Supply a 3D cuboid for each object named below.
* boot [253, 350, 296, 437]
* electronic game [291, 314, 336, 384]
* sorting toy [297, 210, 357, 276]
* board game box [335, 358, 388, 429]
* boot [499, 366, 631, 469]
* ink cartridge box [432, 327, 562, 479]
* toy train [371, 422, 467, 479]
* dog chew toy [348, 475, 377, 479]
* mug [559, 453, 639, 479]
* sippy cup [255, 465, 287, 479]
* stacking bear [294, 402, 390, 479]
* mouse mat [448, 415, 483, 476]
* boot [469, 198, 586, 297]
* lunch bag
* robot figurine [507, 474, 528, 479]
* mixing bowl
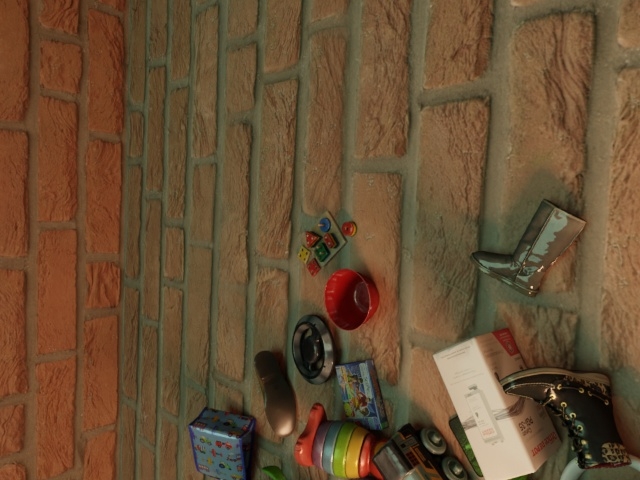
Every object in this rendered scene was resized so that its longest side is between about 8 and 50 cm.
[{"bbox_3d":[-0.164,0.545,1.780,0.115,0.112,0.305,129,124,-69],"label":"boot"},{"bbox_3d":[-0.025,0.361,1.648,0.229,0.048,0.229,-1,89,53],"label":"electronic game"},{"bbox_3d":[0.000,0.000,1.621,0.274,0.046,0.132,-48,58,35],"label":"sorting toy"},{"bbox_3d":[0.123,0.470,1.510,0.136,0.035,0.201,-23,75,43],"label":"board game box"},{"bbox_3d":[0.485,0.349,0.980,0.085,0.236,0.178,109,164,-54],"label":"boot"},{"bbox_3d":[0.396,0.356,1.109,0.117,0.207,0.283,-34,67,34],"label":"ink cartridge box"},{"bbox_3d":[0.278,0.621,1.245,0.334,0.190,0.142,52,125,32],"label":"toy train"},{"bbox_3d":[0.181,0.767,1.352,0.332,0.207,0.206,23,107,52],"label":"dog chew toy"},{"bbox_3d":[0.562,0.593,0.937,0.328,0.276,0.374,-29,40,49],"label":"mug"},{"bbox_3d":[-0.180,0.951,1.706,0.224,0.240,0.305,4,55,56],"label":"sippy cup"},{"bbox_3d":[0.099,0.605,1.428,0.289,0.175,0.164,6,131,23],"label":"stacking bear"},{"bbox_3d":[0.419,0.485,1.233,0.189,0.007,0.152,-47,59,34],"label":"mouse mat"},{"bbox_3d":[0.464,0.002,1.133,0.190,0.076,0.208,30,119,26],"label":"boot"},{"bbox_3d":[-0.377,0.823,1.915,0.221,0.138,0.293,8,106,16],"label":"lunch bag"},{"bbox_3d":[0.453,0.594,1.155,0.101,0.067,0.115,37,117,25],"label":"robot figurine"},{"bbox_3d":[0.107,0.171,1.477,0.181,0.098,0.181,2,92,45],"label":"mixing bowl"}]
